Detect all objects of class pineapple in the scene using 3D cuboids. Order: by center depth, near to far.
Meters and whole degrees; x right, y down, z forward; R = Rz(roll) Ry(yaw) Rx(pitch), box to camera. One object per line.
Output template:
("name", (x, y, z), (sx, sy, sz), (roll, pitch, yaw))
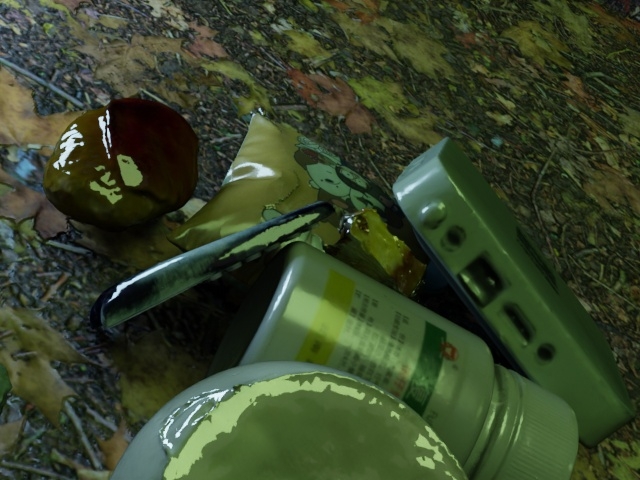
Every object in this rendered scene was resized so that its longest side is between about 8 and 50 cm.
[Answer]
("pineapple", (0.056, 0.024, 1.144), (0.116, 0.137, 0.069), (25, 66, 21))

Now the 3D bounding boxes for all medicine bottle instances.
("medicine bottle", (0.069, 0.165, 1.090), (0.340, 0.208, 0.208), (29, 35, -10))

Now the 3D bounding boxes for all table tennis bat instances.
("table tennis bat", (0.092, 0.006, 1.462), (0.201, 0.033, 0.124), (29, 35, -13))

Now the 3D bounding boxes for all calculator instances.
("calculator", (-0.104, 0.021, 1.086), (0.268, 0.177, 0.040), (-23, 93, -19))

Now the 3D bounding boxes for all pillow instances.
("pillow", (0.000, 0.000, 1.307), (0.310, 0.119, 0.312), (36, 38, -8))

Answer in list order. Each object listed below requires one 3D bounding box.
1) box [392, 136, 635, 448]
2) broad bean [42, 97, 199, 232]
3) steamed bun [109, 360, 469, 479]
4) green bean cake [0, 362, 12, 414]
("box", (0.229, 0.047, 1.328), (0.367, 0.090, 0.373), (52, 14, -1))
("broad bean", (-0.218, -0.078, 1.216), (0.156, 0.122, 0.228), (31, 33, -3))
("steamed bun", (-0.027, 0.259, 0.865), (0.324, 0.206, 0.324), (7, 68, -19))
("green bean cake", (-0.374, 0.145, 0.823), (0.222, 0.125, 0.227), (33, 39, -1))
